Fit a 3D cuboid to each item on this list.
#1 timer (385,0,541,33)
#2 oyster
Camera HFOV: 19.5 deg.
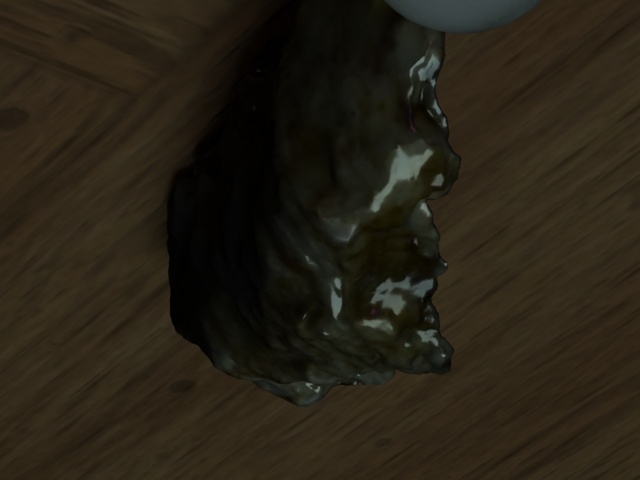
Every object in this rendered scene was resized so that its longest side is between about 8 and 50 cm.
[{"bbox_3d":[-0.017,-0.151,0.536,0.233,0.240,0.233,-34,-172,5],"label":"timer"},{"bbox_3d":[-0.005,-0.001,0.879,0.110,0.166,0.341,-15,166,-20],"label":"oyster"}]
